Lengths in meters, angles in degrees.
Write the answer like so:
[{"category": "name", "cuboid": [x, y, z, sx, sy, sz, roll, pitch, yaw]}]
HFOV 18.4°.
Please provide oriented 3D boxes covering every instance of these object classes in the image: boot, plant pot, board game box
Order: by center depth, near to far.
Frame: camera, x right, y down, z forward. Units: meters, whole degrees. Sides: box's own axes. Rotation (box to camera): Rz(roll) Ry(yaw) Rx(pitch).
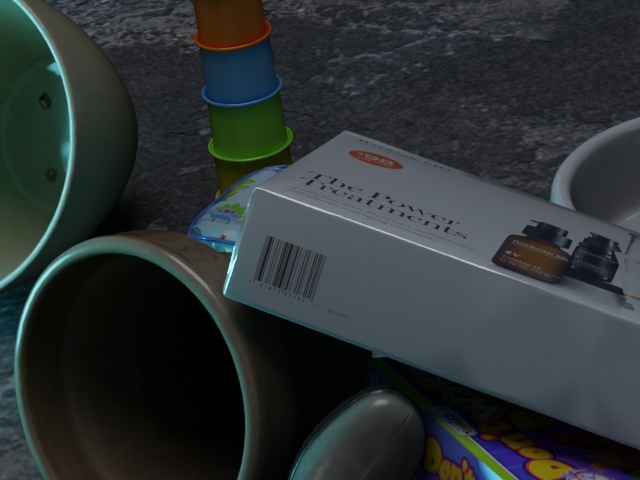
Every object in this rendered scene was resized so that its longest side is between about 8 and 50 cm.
[{"category": "boot", "cuboid": [0.003, 0.227, 1.394, 0.246, 0.083, 0.161, -51, 16, 5]}, {"category": "board game box", "cuboid": [0.211, 0.185, 1.461, 0.233, 0.078, 0.347, -4, 24, -29]}, {"category": "plant pot", "cuboid": [-0.082, 0.104, 1.615, 0.263, 0.263, 0.229, 14, 19, 35]}]

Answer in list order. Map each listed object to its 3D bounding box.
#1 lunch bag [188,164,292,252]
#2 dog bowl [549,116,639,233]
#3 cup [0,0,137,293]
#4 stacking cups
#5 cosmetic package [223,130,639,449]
[{"category": "lunch bag", "cuboid": [0.000, 0.000, 1.906, 0.219, 0.090, 0.176, 9, 35, 30]}, {"category": "dog bowl", "cuboid": [0.369, -0.017, 1.822, 0.348, 0.102, 0.349, -7, 28, 4]}, {"category": "cup", "cuboid": [-0.318, -0.107, 2.009, 0.331, 0.331, 0.237, 8, 7, 27]}, {"category": "stacking cups", "cuboid": [-0.092, -0.182, 2.025, 0.096, 0.316, 0.096, -9, 28, 5]}, {"category": "cosmetic package", "cuboid": [0.146, 0.034, 1.527, 0.377, 0.097, 0.284, 20, 14, 9]}]
